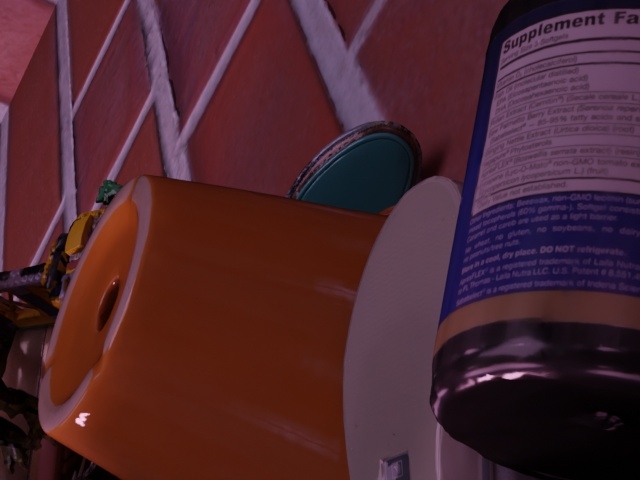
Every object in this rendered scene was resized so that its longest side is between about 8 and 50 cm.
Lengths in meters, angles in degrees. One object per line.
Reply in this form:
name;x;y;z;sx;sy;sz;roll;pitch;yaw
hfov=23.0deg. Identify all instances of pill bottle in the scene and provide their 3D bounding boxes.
pill bottle;0.116;-0.028;0.584;0.123;0.122;0.219;-34;38;57

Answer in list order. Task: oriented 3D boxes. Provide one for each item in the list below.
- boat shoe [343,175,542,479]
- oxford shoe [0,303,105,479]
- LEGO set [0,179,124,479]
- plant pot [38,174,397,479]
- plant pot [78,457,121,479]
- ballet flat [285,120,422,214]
boat shoe;0.062;0.088;0.638;0.079;0.081;0.228;-25;58;48
oxford shoe;-0.231;0.208;1.053;0.140;0.146;0.397;-39;-35;-73
LEGO set;-0.229;0.098;0.840;0.255;0.192;0.331;0;62;42
plant pot;-0.024;0.060;0.753;0.205;0.188;0.205;-51;26;37
plant pot;-0.099;0.157;0.983;0.096;0.109;0.109;123;162;-66
ballet flat;0.000;0.000;0.945;0.188;0.070;0.070;-56;23;22
